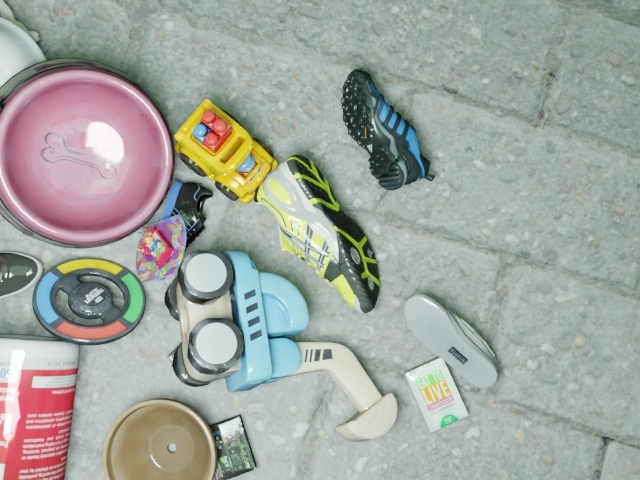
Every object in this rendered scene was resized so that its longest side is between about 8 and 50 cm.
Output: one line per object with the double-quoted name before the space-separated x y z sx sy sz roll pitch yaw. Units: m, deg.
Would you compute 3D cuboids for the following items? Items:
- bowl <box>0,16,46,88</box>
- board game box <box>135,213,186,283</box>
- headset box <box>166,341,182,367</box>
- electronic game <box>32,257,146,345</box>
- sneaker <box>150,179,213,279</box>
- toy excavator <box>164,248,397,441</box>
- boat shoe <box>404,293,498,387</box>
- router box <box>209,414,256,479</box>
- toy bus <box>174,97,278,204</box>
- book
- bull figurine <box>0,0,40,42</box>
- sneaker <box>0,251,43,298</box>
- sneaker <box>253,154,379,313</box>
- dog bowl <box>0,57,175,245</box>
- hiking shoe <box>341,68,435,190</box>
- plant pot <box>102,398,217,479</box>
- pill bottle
"bowl" -0.736 -0.331 1.425 0.297 0.134 0.298 0 104 1
"board game box" -0.349 0.015 1.413 0.168 0.033 0.133 -15 65 37
"headset box" -0.294 0.255 1.490 0.062 0.032 0.083 44 81 1
"electronic game" -0.487 0.125 1.428 0.229 0.048 0.229 13 42 -12
"sneaker" -0.309 -0.019 1.496 0.090 0.081 0.233 13 81 4
"toy excavator" -0.076 0.225 1.425 0.444 0.222 0.433 -4 71 -22
"boat shoe" 0.298 0.211 1.510 0.267 0.088 0.096 41 119 -1
"router box" -0.200 0.454 1.471 0.092 0.038 0.123 -18 85 -7
"toy bus" -0.204 -0.201 1.461 0.220 0.211 0.149 39 81 -1
"book" 0.260 0.347 1.524 0.096 0.035 0.144 -25 87 -3
"bull figurine" -0.791 -0.514 1.509 0.310 0.101 0.189 4 79 -6
"sneaker" -0.753 0.071 1.420 0.295 0.147 0.105 -2 82 -6
"sneaker" 0.000 0.000 1.505 0.147 0.145 0.385 -28 96 26
"dog bowl" -0.488 -0.174 1.390 0.407 0.150 0.409 -4 100 -24
"hiking shoe" 0.148 -0.258 1.563 0.132 0.113 0.304 -13 77 -36
"plant pot" -0.325 0.447 1.419 0.237 0.110 0.238 0 86 5
"pill bottle" -0.623 0.398 1.350 0.228 0.229 0.408 5 83 -4
